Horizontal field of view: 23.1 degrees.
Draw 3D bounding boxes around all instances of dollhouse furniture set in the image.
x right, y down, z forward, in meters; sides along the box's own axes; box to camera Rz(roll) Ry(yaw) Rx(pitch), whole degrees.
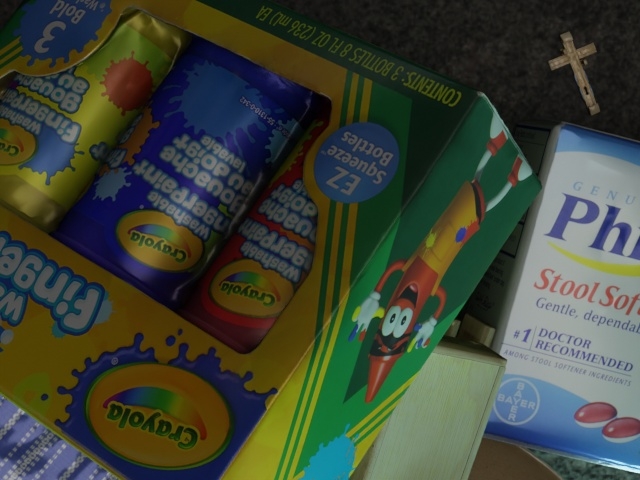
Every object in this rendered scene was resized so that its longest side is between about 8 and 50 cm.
[{"bbox_3d":[0.036,0.129,1.345,0.212,0.242,0.161,13,100,-28],"label":"dollhouse furniture set"}]

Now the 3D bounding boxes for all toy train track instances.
[{"bbox_3d":[0.249,-0.160,1.498,0.048,0.014,0.083,-23,98,-3],"label":"toy train track"}]

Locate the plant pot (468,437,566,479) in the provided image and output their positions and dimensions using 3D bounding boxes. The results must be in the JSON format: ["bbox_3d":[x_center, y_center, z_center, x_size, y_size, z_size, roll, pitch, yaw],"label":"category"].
[{"bbox_3d":[0.116,0.333,1.428,0.284,0.284,0.191,31,124,-8],"label":"plant pot"}]

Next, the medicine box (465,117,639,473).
[{"bbox_3d":[0.286,0.057,1.456,0.264,0.149,0.289,14,95,-7],"label":"medicine box"}]

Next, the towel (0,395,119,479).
[{"bbox_3d":[-0.275,0.116,1.458,0.336,0.040,0.243,42,91,-8],"label":"towel"}]

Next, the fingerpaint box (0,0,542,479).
[{"bbox_3d":[-0.119,-0.012,1.244,0.445,0.163,0.371,29,80,34],"label":"fingerpaint box"}]
